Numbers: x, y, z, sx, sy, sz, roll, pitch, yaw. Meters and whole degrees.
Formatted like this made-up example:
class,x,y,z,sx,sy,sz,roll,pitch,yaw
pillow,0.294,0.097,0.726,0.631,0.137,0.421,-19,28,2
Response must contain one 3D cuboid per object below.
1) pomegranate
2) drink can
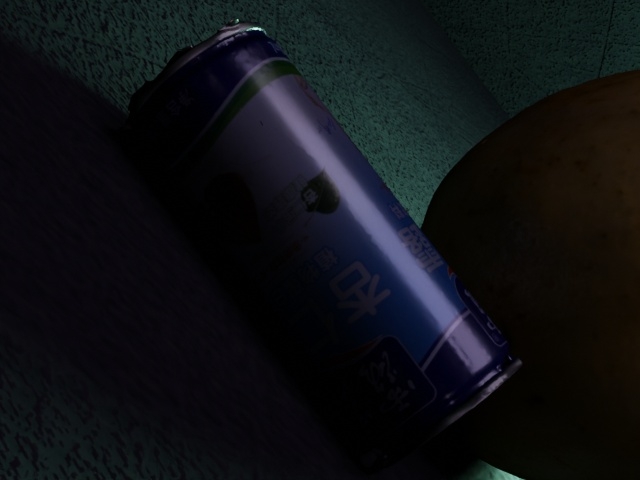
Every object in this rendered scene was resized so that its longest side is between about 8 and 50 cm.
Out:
class,x,y,z,sx,sy,sz,roll,pitch,yaw
pomegranate,0.188,0.029,0.852,0.307,0.307,0.307,47,15,-16
drink can,0.000,0.000,0.706,0.235,0.097,0.097,54,15,7
